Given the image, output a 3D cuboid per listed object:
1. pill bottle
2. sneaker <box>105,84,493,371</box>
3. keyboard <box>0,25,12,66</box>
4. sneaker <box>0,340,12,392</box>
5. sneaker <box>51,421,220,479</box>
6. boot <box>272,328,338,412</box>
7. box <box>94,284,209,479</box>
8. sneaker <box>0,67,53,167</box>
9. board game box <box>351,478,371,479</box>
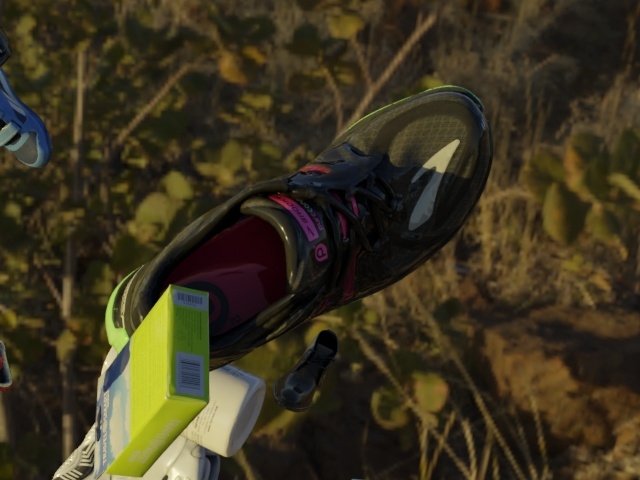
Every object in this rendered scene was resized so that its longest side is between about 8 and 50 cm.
[{"bbox_3d":[-0.210,0.226,1.782,0.229,0.131,0.131,23,31,13],"label":"pill bottle"},{"bbox_3d":[0.000,0.000,1.236,0.483,0.185,0.202,-36,2,-12],"label":"sneaker"},{"bbox_3d":[-0.245,-0.176,0.682,0.038,0.192,0.100,-13,29,32],"label":"keyboard"},{"bbox_3d":[-0.306,0.092,0.963,0.067,0.118,0.042,-24,37,23],"label":"sneaker"},{"bbox_3d":[-0.302,0.398,1.919,0.210,0.366,0.137,36,-3,14],"label":"sneaker"},{"bbox_3d":[-0.026,0.233,2.132,0.082,0.106,0.219,26,17,5],"label":"boot"},{"bbox_3d":[-0.147,0.129,1.010,0.042,0.178,0.109,13,52,-24],"label":"box"},{"bbox_3d":[-0.350,-0.134,1.268,0.144,0.053,0.059,52,31,-7],"label":"sneaker"},{"bbox_3d":[0.192,0.488,1.778,0.317,0.242,0.064,-4,23,38],"label":"board game box"}]
